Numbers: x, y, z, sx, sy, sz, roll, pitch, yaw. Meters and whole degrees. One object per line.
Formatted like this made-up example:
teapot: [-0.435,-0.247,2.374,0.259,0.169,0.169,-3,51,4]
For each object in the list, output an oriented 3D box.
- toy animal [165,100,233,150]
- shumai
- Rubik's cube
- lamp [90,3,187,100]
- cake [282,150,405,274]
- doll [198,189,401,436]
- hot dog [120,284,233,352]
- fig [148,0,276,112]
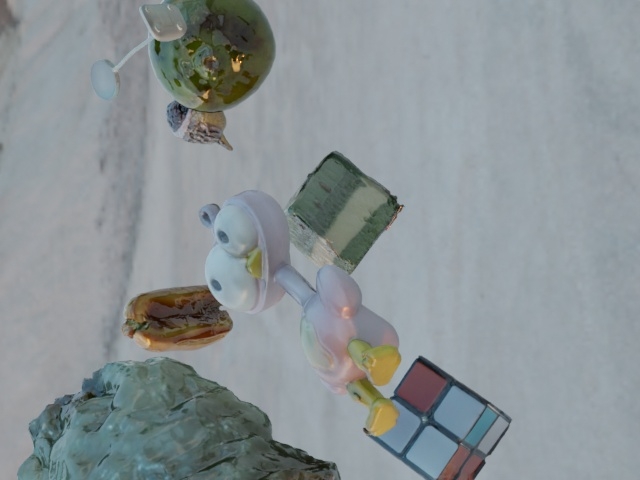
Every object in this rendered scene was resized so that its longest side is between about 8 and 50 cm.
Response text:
toy animal: [-0.205,-0.193,1.998,0.098,0.098,0.137,-110,-2,-61]
shumai: [-0.161,0.223,1.035,0.263,0.309,0.304,51,-179,21]
Rubik's cube: [0.219,0.339,2.155,0.180,0.167,0.183,-56,-28,-1]
lamp: [-0.226,-0.214,1.370,0.198,0.056,0.050,-29,86,48]
cake: [0.000,0.000,1.870,0.172,0.158,0.283,-53,0,25]
doll: [-0.028,0.058,1.296,0.365,0.094,0.160,39,143,38]
hot dog: [-0.216,0.122,1.787,0.249,0.068,0.100,-2,-115,-63]
fig: [-0.177,-0.319,1.909,0.225,0.203,0.203,-114,24,-62]
